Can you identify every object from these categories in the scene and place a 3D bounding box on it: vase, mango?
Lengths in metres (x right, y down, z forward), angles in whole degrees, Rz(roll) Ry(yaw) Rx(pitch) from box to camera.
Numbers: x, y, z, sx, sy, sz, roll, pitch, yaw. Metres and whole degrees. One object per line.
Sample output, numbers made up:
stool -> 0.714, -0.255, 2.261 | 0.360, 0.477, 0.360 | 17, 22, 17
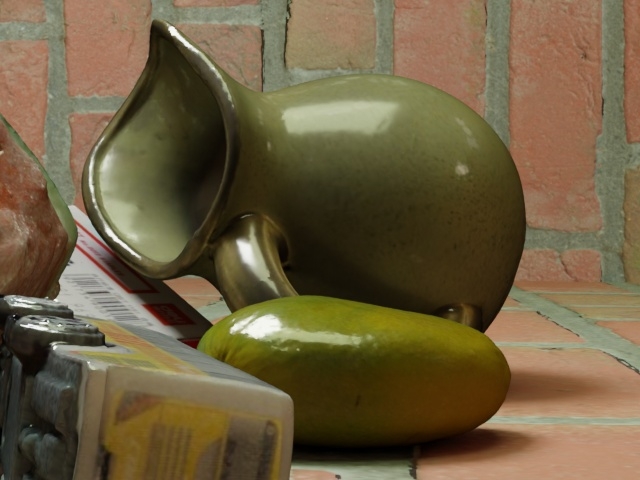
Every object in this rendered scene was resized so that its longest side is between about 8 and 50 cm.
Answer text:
vase -> 0.000, 0.000, 1.031 | 0.302, 0.241, 0.329 | 18, 30, -27
mango -> 0.024, 0.074, 0.795 | 0.191, 0.085, 0.122 | -1, -2, -13

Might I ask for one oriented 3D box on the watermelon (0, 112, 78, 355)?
watermelon -> -0.284, 0.037, 0.714 | 0.283, 0.292, 0.250 | 27, -51, -22

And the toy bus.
toy bus -> -0.089, 0.076, 0.586 | 0.106, 0.092, 0.268 | 9, -2, -16

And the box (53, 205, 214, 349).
box -> -0.188, 0.039, 1.060 | 0.123, 0.050, 0.229 | 0, 28, -47
